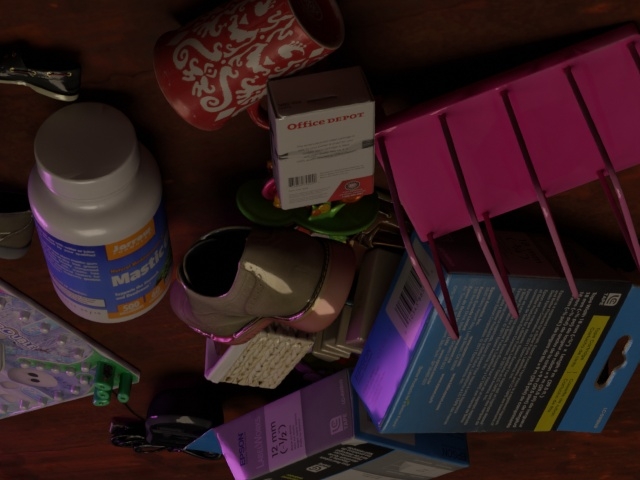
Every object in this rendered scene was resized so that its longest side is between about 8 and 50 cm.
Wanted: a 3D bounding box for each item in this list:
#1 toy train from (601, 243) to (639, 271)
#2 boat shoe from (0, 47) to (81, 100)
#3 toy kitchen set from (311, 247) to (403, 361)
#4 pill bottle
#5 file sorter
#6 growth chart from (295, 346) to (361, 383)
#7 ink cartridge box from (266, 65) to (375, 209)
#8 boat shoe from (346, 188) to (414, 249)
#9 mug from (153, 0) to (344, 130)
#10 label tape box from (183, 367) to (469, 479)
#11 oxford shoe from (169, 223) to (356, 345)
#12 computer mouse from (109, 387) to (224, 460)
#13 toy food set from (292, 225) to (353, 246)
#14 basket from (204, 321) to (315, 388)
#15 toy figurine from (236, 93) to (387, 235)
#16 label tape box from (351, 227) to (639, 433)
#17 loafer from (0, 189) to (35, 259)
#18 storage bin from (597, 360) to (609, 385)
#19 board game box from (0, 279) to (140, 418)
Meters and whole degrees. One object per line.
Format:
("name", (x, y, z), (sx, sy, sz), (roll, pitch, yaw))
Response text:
("toy train", (0.353, 0.043, 1.752), (0.036, 0.027, 0.158), (16, 146, -35))
("boat shoe", (-0.321, -0.187, 1.491), (0.133, 0.049, 0.042), (14, 119, -1))
("toy kitchen set", (0.099, 0.104, 1.834), (0.166, 0.122, 0.207), (17, 165, -17))
("pill bottle", (-0.254, -0.033, 1.612), (0.152, 0.152, 0.272), (4, 147, 2))
("file sorter", (0.227, -0.047, 1.428), (0.290, 0.182, 0.202), (-20, 141, 10))
("growth chart", (0.058, 0.200, 2.041), (0.172, 0.021, 0.237), (-18, 139, 33))
("ink cartridge box", (0.001, -0.102, 1.388), (0.099, 0.056, 0.135), (-10, 141, -8))
("boat shoe", (0.055, -0.025, 1.661), (0.178, 0.060, 0.064), (9, 147, -4))
("mug", (-0.057, -0.192, 1.398), (0.169, 0.113, 0.150), (-27, 155, 33))
("label tape box", (0.005, 0.312, 2.041), (0.347, 0.115, 0.249), (-30, 145, 36))
("oxford shoe", (-0.108, 0.035, 1.656), (0.146, 0.140, 0.397), (22, 162, -24))
("computer mouse", (-0.222, 0.277, 2.166), (0.188, 0.072, 0.272), (11, 159, -11))
("toy food set", (0.000, 0.000, 1.744), (0.083, 0.020, 0.082), (0, 146, 9))
("basket", (-0.079, 0.116, 1.852), (0.103, 0.113, 0.167), (14, 146, -19))
("toy figurine", (0.005, -0.101, 1.503), (0.173, 0.130, 0.159), (-9, 141, -28))
("label tape box", (0.234, 0.115, 1.703), (0.333, 0.106, 0.241), (4, 123, -28))
("loafer", (-0.453, -0.057, 1.683), (0.251, 0.094, 0.087), (19, 121, -35))
("storage bin", (0.298, 0.165, 1.892), (0.122, 0.084, 0.180), (-25, 135, 39))
("board game box", (-0.536, 0.177, 2.070), (0.390, 0.050, 0.390), (-17, 140, 31))
